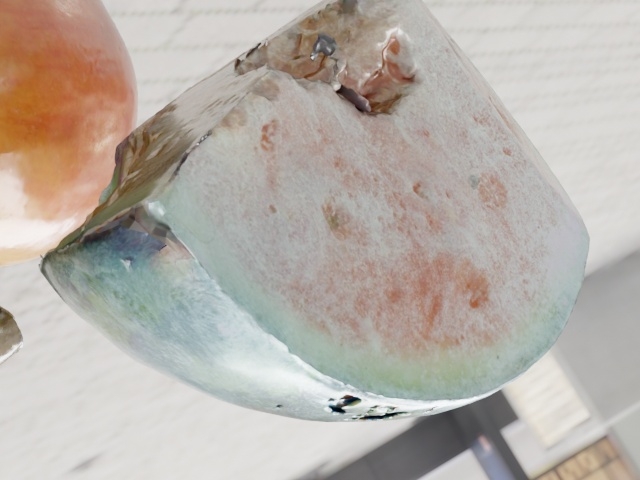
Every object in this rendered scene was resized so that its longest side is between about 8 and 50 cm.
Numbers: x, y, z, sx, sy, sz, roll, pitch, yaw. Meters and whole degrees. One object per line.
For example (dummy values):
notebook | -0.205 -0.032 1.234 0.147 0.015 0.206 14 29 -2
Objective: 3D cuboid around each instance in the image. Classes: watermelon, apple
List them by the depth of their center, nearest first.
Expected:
watermelon | -0.005 0.002 0.704 0.175 0.188 0.322 -28 -170 40
apple | -0.240 -0.097 0.926 0.242 0.242 0.241 -34 -179 11

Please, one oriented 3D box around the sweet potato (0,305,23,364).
sweet potato | -0.345 0.069 1.030 0.286 0.085 0.112 8 131 -42
